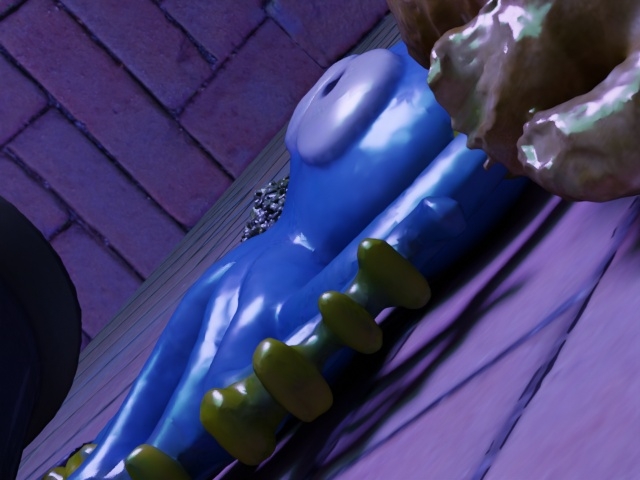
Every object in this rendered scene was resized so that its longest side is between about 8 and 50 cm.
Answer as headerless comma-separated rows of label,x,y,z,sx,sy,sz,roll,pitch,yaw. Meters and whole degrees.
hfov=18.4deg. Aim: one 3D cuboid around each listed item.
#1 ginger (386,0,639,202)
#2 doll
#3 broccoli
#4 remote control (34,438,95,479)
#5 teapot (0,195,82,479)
ginger,0.096,-0.096,0.645,0.157,0.102,0.216,-50,31,10
doll,-0.014,0.011,0.858,0.341,0.099,0.346,-44,2,-2
broccoli,0.000,0.000,1.087,0.092,0.097,0.095,-6,26,-9
remote control,-0.224,0.217,1.265,0.107,0.044,0.377,-55,9,-33
teapot,-0.229,0.151,0.904,0.337,0.200,0.270,-85,-5,-59
